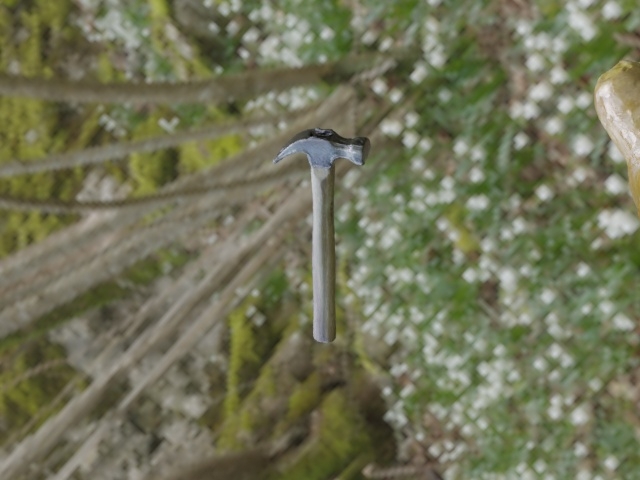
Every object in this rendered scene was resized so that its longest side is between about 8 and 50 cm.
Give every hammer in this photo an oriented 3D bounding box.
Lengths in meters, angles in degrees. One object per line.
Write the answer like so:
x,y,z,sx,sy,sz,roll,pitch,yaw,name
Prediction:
0.000,0.000,1.052,0.062,0.182,0.017,13,-139,14,hammer

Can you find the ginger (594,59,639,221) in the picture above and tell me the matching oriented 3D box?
0.203,0.007,0.789,0.118,0.065,0.299,39,-157,-23,ginger
